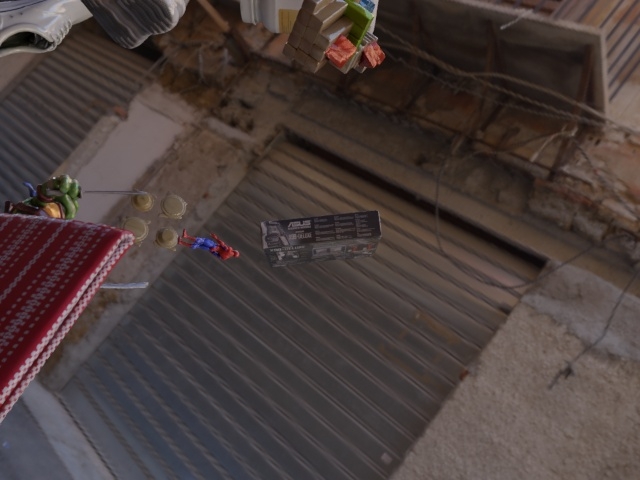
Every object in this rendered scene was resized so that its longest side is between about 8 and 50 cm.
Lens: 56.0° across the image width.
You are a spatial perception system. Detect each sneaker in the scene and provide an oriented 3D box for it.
[{"bbox_3d":[-0.271,-0.372,0.926,0.281,0.115,0.105,17,-27,43],"label":"sneaker"},{"bbox_3d":[-0.512,-0.394,1.111,0.091,0.258,0.094,55,-35,0],"label":"sneaker"}]

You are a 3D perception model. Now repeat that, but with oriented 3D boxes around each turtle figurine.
[{"bbox_3d":[-0.424,0.006,0.973,0.275,0.197,0.266,36,35,-4],"label":"turtle figurine"}]

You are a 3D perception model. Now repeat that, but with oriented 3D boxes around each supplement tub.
[{"bbox_3d":[-0.023,-0.606,1.432,0.317,0.228,0.228,5,-10,-1],"label":"supplement tub"}]

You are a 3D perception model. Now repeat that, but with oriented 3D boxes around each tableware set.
[{"bbox_3d":[-0.409,-0.054,1.480,0.141,0.168,0.020,18,-28,-21],"label":"tableware set"}]

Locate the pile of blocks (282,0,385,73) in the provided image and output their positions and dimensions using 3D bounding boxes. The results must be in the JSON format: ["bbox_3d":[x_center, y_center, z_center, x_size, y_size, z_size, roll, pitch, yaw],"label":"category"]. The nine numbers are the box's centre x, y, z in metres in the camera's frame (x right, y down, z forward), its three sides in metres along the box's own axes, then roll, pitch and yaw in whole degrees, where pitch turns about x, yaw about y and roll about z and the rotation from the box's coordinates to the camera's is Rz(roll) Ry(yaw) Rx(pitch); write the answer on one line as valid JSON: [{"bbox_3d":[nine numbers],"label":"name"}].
[{"bbox_3d":[0.063,-0.357,1.030,0.113,0.149,0.362,37,25,2],"label":"pile of blocks"}]

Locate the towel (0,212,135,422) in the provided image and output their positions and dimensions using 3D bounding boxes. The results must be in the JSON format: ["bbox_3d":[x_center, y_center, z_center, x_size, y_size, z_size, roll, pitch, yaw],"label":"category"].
[{"bbox_3d":[-0.288,0.055,0.435,0.275,0.198,0.031,5,-40,26],"label":"towel"}]

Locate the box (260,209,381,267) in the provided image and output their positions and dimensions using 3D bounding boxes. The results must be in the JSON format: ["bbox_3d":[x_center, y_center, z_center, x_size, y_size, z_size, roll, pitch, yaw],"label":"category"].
[{"bbox_3d":[0.000,0.000,1.628,0.308,0.076,0.242,-6,-14,-1],"label":"box"}]

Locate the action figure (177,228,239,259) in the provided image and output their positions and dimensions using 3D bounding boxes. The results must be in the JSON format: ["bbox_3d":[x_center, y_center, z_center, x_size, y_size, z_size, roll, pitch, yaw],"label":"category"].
[{"bbox_3d":[-0.201,0.009,1.098,0.115,0.038,0.030,23,38,-26],"label":"action figure"}]
